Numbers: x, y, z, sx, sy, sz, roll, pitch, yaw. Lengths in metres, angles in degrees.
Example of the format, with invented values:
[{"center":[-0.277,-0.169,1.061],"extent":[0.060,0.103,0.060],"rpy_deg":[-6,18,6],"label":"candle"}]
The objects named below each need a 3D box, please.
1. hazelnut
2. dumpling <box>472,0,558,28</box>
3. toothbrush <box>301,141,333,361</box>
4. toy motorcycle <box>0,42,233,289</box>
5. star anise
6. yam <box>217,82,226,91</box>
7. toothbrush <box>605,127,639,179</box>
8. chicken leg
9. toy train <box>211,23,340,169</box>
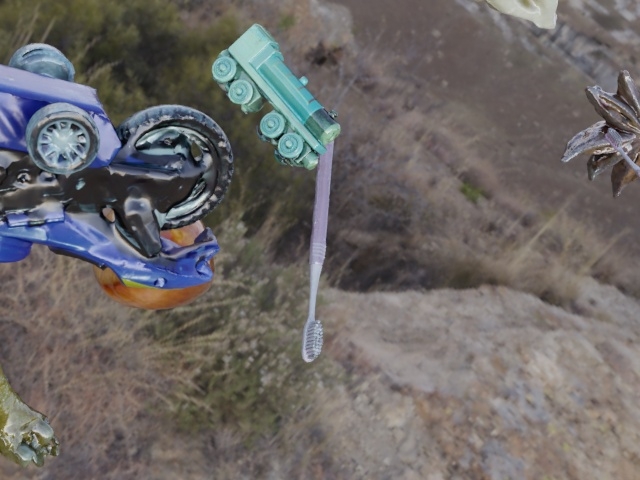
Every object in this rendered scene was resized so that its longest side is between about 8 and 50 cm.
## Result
[{"center":[-0.228,0.014,1.246],"extent":[0.182,0.182,0.182],"rpy_deg":[30,26,-17],"label":"hazelnut"},{"center":[0.146,-0.419,0.940],"extent":[0.315,0.233,0.395],"rpy_deg":[52,-9,50],"label":"dumpling"},{"center":[0.000,0.000,1.279],"extent":[0.024,0.029,0.354],"rpy_deg":[16,66,-29],"label":"toothbrush"},{"center":[-0.203,-0.033,0.569],"extent":[0.315,0.169,0.113],"rpy_deg":[11,25,-31],"label":"toy motorcycle"},{"center":[0.372,-0.139,1.045],"extent":[0.182,0.195,0.065],"rpy_deg":[11,37,-22],"label":"star anise"},{"center":[-0.100,-0.214,1.130],"extent":[0.043,0.043,0.094],"rpy_deg":[40,23,3],"label":"yam"},{"center":[0.206,-0.038,0.559],"extent":[0.006,0.008,0.097],"rpy_deg":[-17,51,-9],"label":"toothbrush"},{"center":[-0.509,0.188,1.265],"extent":[0.201,0.153,0.429],"rpy_deg":[31,-27,51],"label":"chicken leg"},{"center":[-0.025,-0.082,0.520],"extent":[0.092,0.045,0.029],"rpy_deg":[50,8,14],"label":"toy train"}]
